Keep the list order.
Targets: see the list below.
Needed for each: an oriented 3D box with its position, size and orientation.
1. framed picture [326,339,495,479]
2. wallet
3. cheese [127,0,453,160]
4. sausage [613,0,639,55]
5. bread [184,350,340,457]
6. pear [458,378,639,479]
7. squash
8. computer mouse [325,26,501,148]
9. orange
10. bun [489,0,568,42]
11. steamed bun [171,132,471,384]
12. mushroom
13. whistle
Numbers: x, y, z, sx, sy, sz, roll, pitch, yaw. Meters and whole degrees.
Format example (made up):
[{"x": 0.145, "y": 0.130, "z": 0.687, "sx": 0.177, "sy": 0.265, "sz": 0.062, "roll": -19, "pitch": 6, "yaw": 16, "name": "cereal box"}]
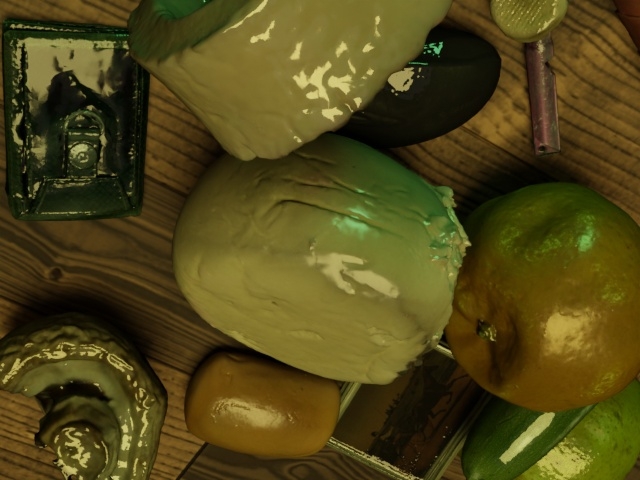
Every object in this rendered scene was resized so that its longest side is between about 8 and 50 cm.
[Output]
[{"x": 0.123, "y": 0.238, "z": 1.459, "sx": 0.197, "sy": 0.014, "sz": 0.252, "roll": 27, "pitch": 119, "yaw": -2, "name": "framed picture"}, {"x": -0.276, "y": -0.129, "z": 1.171, "sx": 0.160, "sy": 0.055, "sz": 0.236, "roll": -1, "pitch": 124, "yaw": -15, "name": "wallet"}, {"x": -0.019, "y": -0.248, "z": 0.981, "sx": 0.332, "sy": 0.292, "sz": 0.153, "roll": -40, "pitch": 121, "yaw": 8, "name": "cheese"}, {"x": 0.374, "y": -0.257, "z": 1.141, "sx": 0.088, "sy": 0.088, "sz": 0.433, "roll": -30, "pitch": 121, "yaw": 14, "name": "sausage"}, {"x": -0.078, "y": 0.236, "z": 1.420, "sx": 0.217, "sy": 0.098, "sz": 0.147, "roll": 12, "pitch": 126, "yaw": -14, "name": "bread"}, {"x": 0.310, "y": 0.279, "z": 1.484, "sx": 0.239, "sy": 0.139, "sz": 0.288, "roll": 40, "pitch": 112, "yaw": -17, "name": "pear"}, {"x": 0.331, "y": 0.180, "z": 1.381, "sx": 0.395, "sy": 0.107, "sz": 0.107, "roll": -44, "pitch": 120, "yaw": 0, "name": "squash"}, {"x": 0.073, "y": -0.163, "z": 1.151, "sx": 0.269, "sy": 0.086, "sz": 0.137, "roll": -3, "pitch": 141, "yaw": -4, "name": "computer mouse"}, {"x": 0.269, "y": 0.069, "z": 1.238, "sx": 0.235, "sy": 0.279, "sz": 0.279, "roll": -12, "pitch": 128, "yaw": -25, "name": "orange"}, {"x": 0.228, "y": -0.260, "z": 1.134, "sx": 0.086, "sy": 0.055, "sz": 0.086, "roll": 6, "pitch": 104, "yaw": 24, "name": "bun"}, {"x": 0.000, "y": 0.000, "z": 1.161, "sx": 0.312, "sy": 0.233, "sz": 0.334, "roll": 26, "pitch": 154, "yaw": -11, "name": "steamed bun"}, {"x": -0.285, "y": 0.201, "z": 1.324, "sx": 0.164, "sy": 0.189, "sz": 0.267, "roll": -37, "pitch": 95, "yaw": -6, "name": "mushroom"}, {"x": 0.261, "y": -0.174, "z": 1.214, "sx": 0.033, "sy": 0.033, "sz": 0.176, "roll": -12, "pitch": 125, "yaw": 2, "name": "whistle"}]
